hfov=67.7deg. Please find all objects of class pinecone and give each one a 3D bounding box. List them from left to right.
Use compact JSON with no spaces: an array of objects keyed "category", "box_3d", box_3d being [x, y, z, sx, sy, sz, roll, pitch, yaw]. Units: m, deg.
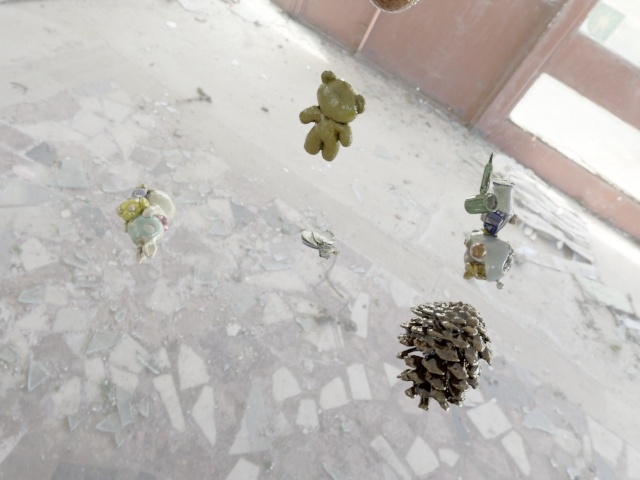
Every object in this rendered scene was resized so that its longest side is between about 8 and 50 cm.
[{"category":"pinecone","box_3d":[0.238,0.216,0.918,0.184,0.204,0.179,-3,11,-21]}]

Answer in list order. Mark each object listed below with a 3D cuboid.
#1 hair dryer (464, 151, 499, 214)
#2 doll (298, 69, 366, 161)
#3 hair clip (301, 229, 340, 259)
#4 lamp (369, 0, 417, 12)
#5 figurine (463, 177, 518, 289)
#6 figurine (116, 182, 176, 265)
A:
[{"category":"hair dryer","box_3d":[0.381,-0.135,1.105,0.047,0.071,0.150,16,82,-24]},{"category":"doll","box_3d":[0.027,-0.276,1.087,0.137,0.209,0.097,35,48,5]},{"category":"hair clip","box_3d":[0.000,0.000,1.428,0.116,0.049,0.172,18,17,-19]},{"category":"lamp","box_3d":[0.150,-0.530,0.960,0.136,0.136,0.136,16,43,-16]},{"category":"figurine","box_3d":[0.449,-0.020,1.234,0.133,0.274,0.194,16,-1,18]},{"category":"figurine","box_3d":[-0.501,-0.049,1.358,0.127,0.155,0.235,-16,33,12]}]
